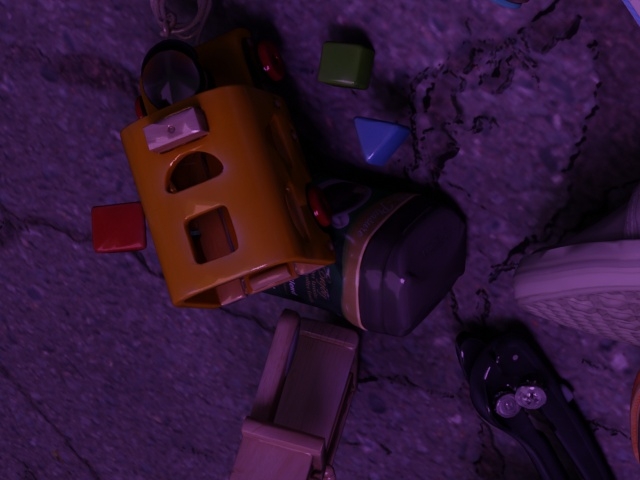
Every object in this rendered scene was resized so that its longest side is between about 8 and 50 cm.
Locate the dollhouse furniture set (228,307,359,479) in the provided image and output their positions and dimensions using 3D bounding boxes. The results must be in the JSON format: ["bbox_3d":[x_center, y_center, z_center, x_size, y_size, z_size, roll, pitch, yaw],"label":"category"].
[{"bbox_3d":[0.130,0.186,1.234,0.356,0.173,0.303,14,159,7],"label":"dollhouse furniture set"}]

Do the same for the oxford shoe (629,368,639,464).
[{"bbox_3d":[0.249,0.131,1.010,0.130,0.132,0.363,9,164,-3],"label":"oxford shoe"}]

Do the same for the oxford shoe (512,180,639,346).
[{"bbox_3d":[0.265,-0.020,0.952,0.169,0.130,0.449,14,162,-26],"label":"oxford shoe"}]

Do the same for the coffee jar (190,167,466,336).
[{"bbox_3d":[0.000,0.000,1.195,0.184,0.096,0.079,17,127,28],"label":"coffee jar"}]

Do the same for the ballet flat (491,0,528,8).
[{"bbox_3d":[0.034,-0.203,1.008,0.213,0.072,0.068,29,109,11],"label":"ballet flat"}]

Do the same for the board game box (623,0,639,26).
[{"bbox_3d":[0.210,-0.165,0.928,0.154,0.026,0.103,-21,111,47],"label":"board game box"}]

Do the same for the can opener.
[{"bbox_3d":[0.158,0.134,1.235,0.059,0.073,0.186,-34,109,11],"label":"can opener"}]

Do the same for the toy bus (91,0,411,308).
[{"bbox_3d":[-0.069,-0.057,1.116,0.202,0.104,0.191,25,95,19],"label":"toy bus"}]
